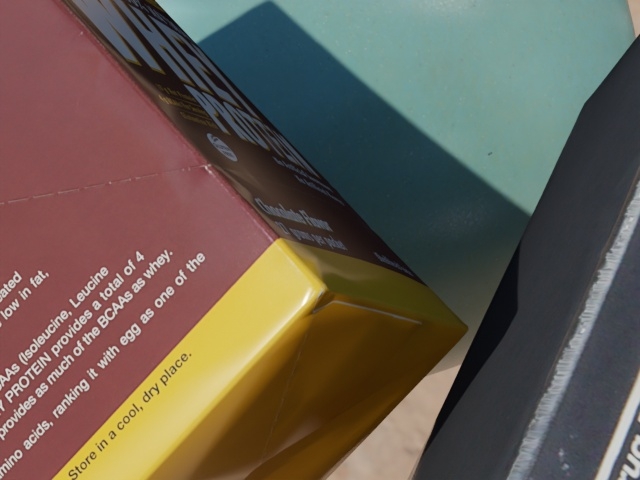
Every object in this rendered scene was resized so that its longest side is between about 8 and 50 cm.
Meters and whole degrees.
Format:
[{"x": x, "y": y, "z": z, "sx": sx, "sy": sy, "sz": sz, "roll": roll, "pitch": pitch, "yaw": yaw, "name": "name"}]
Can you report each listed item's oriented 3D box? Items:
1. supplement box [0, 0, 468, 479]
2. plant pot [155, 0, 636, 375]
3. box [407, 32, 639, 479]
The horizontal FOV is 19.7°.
[{"x": -0.099, "y": 0.021, "z": 0.574, "sx": 0.194, "sy": 0.191, "sz": 0.129, "roll": 47, "pitch": 11, "yaw": 21, "name": "supplement box"}, {"x": 0.019, "y": -0.062, "z": 0.906, "sx": 0.235, "sy": 0.293, "sz": 0.293, "roll": -6, "pitch": 57, "yaw": -11, "name": "plant pot"}, {"x": 0.203, "y": 0.078, "z": 0.649, "sx": 0.294, "sy": 0.183, "sz": 0.296, "roll": 31, "pitch": 56, "yaw": -3, "name": "box"}]
